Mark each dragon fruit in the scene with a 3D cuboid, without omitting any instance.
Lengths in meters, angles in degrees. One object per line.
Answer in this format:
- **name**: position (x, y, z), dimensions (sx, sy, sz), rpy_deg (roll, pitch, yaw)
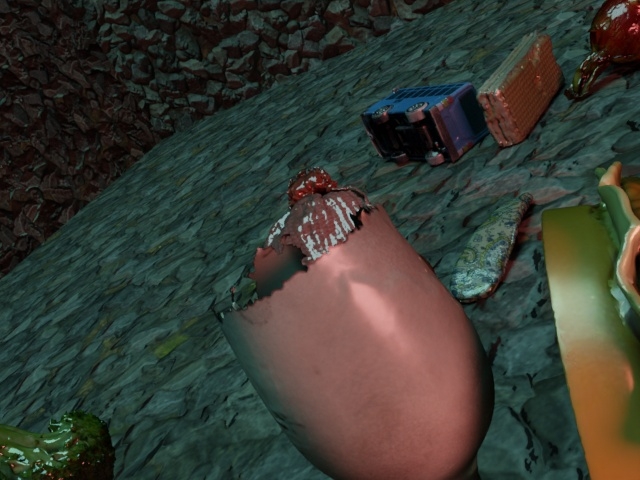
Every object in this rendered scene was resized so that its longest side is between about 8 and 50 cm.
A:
- **dragon fruit**: position (0.492, -0.326, 1.257), dimensions (0.246, 0.125, 0.125), rpy_deg (-47, 34, 4)

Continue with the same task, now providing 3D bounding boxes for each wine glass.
- **wine glass**: position (0.066, 0.132, 0.474), dimensions (0.143, 0.321, 0.143), rpy_deg (-29, 13, 7)

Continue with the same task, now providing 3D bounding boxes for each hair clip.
- **hair clip**: position (0.225, -0.004, 0.963), dimensions (0.066, 0.036, 0.229), rpy_deg (-4, 33, 39)

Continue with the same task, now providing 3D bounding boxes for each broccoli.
- **broccoli**: position (-0.386, 0.285, 0.810), dimensions (0.304, 0.283, 0.321), rpy_deg (-37, 0, 15)

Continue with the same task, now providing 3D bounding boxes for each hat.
- **hat**: position (0.000, 0.000, 1.163), dimensions (0.237, 0.107, 0.286), rpy_deg (-25, 45, 14)

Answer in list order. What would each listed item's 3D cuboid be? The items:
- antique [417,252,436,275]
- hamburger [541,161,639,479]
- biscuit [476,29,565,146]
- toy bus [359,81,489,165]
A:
- **antique**: position (0.094, 0.058, 0.916), dimensions (0.104, 0.104, 0.104), rpy_deg (-27, 21, 11)
- **hamburger**: position (0.259, 0.066, 0.430), dimensions (0.212, 0.274, 0.274), rpy_deg (-15, 25, 21)
- **biscuit**: position (0.345, -0.264, 1.294), dimensions (0.062, 0.108, 0.239), rpy_deg (-8, 30, 43)
- **toy bus**: position (0.190, -0.219, 1.406), dimensions (0.134, 0.116, 0.234), rpy_deg (-38, 23, -19)
